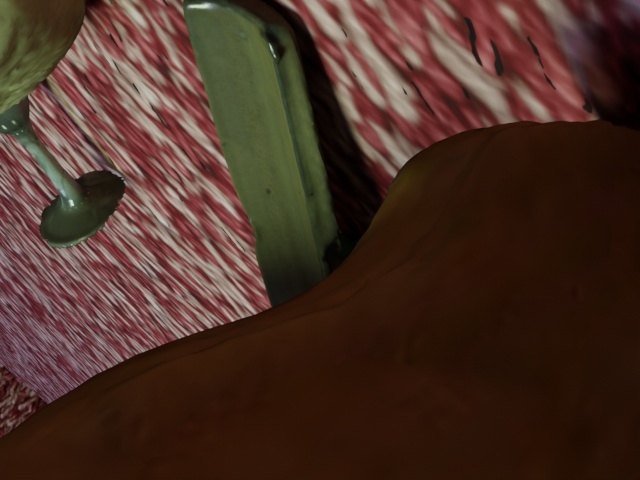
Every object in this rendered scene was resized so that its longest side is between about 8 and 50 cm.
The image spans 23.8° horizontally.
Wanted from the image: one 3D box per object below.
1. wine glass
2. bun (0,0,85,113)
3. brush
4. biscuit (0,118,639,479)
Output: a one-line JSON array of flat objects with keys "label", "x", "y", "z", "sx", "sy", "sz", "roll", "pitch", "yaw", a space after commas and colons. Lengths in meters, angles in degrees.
[{"label": "wine glass", "x": -0.189, "y": -0.082, "z": 0.870, "sx": 0.066, "sy": 0.066, "sz": 0.198, "roll": 27, "pitch": 158, "yaw": 47}, {"label": "bun", "x": -0.221, "y": -0.133, "z": 0.634, "sx": 0.259, "sy": 0.160, "sz": 0.259, "roll": 43, "pitch": 166, "yaw": 13}, {"label": "brush", "x": 0.000, "y": 0.000, "z": 0.650, "sx": 0.054, "sy": 0.048, "sz": 0.282, "roll": 31, "pitch": 153, "yaw": 32}, {"label": "biscuit", "x": 0.058, "y": 0.184, "z": 0.374, "sx": 0.062, "sy": 0.365, "sz": 0.385, "roll": -7, "pitch": 116, "yaw": 57}]
